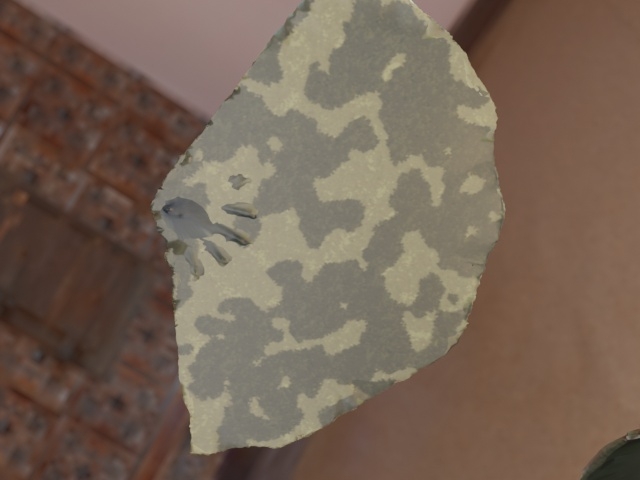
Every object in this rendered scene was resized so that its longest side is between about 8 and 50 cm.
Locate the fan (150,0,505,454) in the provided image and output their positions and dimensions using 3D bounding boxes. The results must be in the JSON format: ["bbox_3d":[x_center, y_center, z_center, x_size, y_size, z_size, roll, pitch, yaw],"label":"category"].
[{"bbox_3d":[0.000,0.000,0.748,0.009,0.131,0.240,-87,12,-53],"label":"fan"}]

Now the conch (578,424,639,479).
[{"bbox_3d":[0.175,0.222,0.793,0.249,0.197,0.368,57,135,27],"label":"conch"}]
